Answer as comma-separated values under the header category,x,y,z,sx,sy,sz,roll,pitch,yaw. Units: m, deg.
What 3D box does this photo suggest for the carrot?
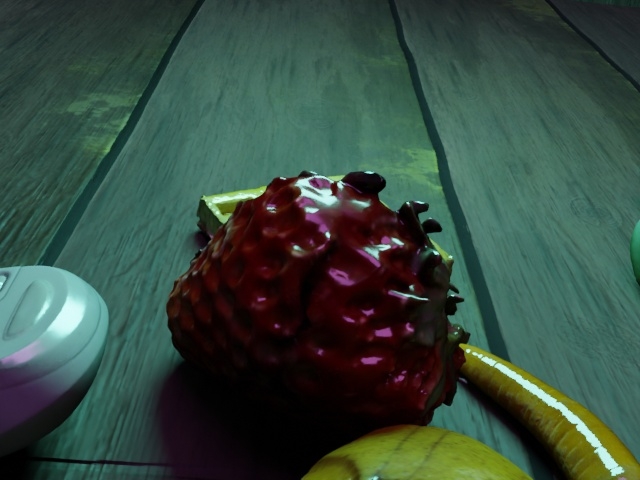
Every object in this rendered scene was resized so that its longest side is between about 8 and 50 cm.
category,x,y,z,sx,sy,sz,roll,pitch,yaw
carrot,0.206,0.163,0.680,0.062,0.066,0.271,41,7,-35

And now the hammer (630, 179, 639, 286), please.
category,x,y,z,sx,sy,sz,roll,pitch,yaw
hammer,0.489,-0.025,1.009,0.206,0.119,0.335,8,24,2

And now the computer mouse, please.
category,x,y,z,sx,sy,sz,roll,pitch,yaw
computer mouse,-0.313,0.106,0.611,0.296,0.121,0.184,-10,34,-1

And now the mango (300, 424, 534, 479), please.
category,x,y,z,sx,sy,sz,roll,pitch,yaw
mango,0.048,0.216,0.438,0.199,0.201,0.350,34,19,10

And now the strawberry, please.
category,x,y,z,sx,sy,sz,roll,pitch,yaw
strawberry,-0.024,0.068,0.621,0.280,0.253,0.150,13,47,16

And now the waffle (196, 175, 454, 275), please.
category,x,y,z,sx,sy,sz,roll,pitch,yaw
waffle,0.000,0.000,0.909,0.221,0.055,0.248,-13,35,-29
